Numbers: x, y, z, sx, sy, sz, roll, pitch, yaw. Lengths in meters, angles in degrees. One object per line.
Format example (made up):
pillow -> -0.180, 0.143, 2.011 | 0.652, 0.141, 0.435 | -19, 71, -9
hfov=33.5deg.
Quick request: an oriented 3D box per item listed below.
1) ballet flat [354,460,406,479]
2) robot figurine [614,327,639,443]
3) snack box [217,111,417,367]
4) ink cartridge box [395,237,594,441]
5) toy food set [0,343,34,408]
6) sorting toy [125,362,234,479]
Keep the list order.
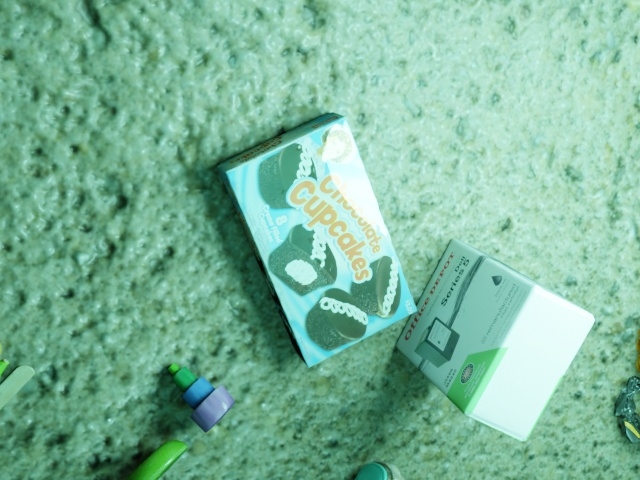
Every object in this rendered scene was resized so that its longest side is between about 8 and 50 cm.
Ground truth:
ballet flat -> 0.045, 0.494, 1.648 | 0.106, 0.107, 0.316 | 40, 84, -40
robot figurine -> 0.603, 0.220, 1.787 | 0.211, 0.085, 0.291 | -3, 106, -18
snack box -> 0.000, 0.000, 1.525 | 0.187, 0.060, 0.322 | -27, 112, -11
ink cartridge box -> 0.240, 0.133, 1.532 | 0.114, 0.273, 0.198 | 26, 95, -21
toy food set -> -0.488, 0.167, 1.410 | 0.192, 0.038, 0.132 | 42, 88, -24
sorting toy -> -0.290, 0.314, 1.507 | 0.126, 0.127, 0.365 | 44, 84, 5
